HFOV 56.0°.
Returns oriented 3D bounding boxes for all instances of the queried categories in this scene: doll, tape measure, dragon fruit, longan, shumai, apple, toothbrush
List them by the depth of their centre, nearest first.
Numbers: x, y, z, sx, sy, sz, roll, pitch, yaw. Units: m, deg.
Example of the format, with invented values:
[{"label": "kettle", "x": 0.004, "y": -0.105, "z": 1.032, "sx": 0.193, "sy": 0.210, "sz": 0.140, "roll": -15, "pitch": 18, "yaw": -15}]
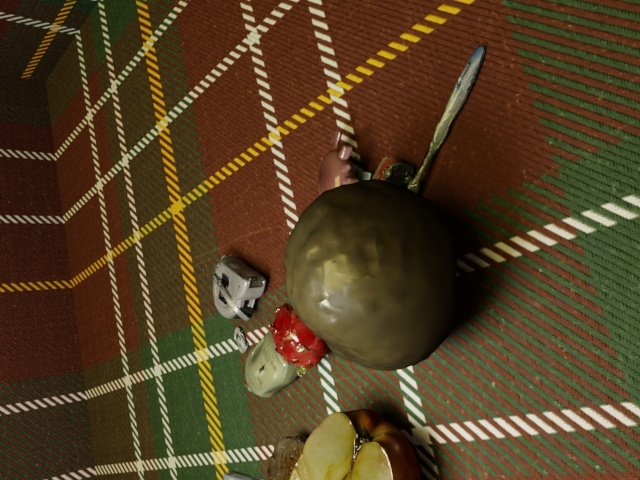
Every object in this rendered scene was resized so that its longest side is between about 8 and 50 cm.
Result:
[{"label": "longan", "x": 0.131, "y": 0.071, "z": 1.354, "sx": 0.404, "sy": 0.436, "sz": 0.404, "roll": -28, "pitch": 38, "yaw": 25}, {"label": "toothbrush", "x": 0.292, "y": -0.267, "z": 1.442, "sx": 0.035, "sy": 0.042, "sz": 0.413, "roll": 26, "pitch": 113, "yaw": 5}, {"label": "apple", "x": 0.087, "y": 0.617, "z": 1.497, "sx": 0.328, "sy": 0.295, "sz": 0.365, "roll": 19, "pitch": 99, "yaw": 5}, {"label": "doll", "x": 0.044, "y": -0.168, "z": 1.639, "sx": 0.211, "sy": 0.093, "sz": 0.262, "roll": 157, "pitch": 113, "yaw": -71}, {"label": "dragon fruit", "x": -0.058, "y": 0.273, "z": 1.728, "sx": 0.172, "sy": 0.172, "sz": 0.210, "roll": -32, "pitch": 82, "yaw": 43}, {"label": "shumai", "x": -0.056, "y": 0.703, "z": 1.758, "sx": 0.218, "sy": 0.184, "sz": 0.185, "roll": 37, "pitch": 152, "yaw": 46}, {"label": "tape measure", "x": -0.285, "y": 0.165, "z": 2.013, "sx": 0.236, "sy": 0.120, "sz": 0.197, "roll": 31, "pitch": 115, "yaw": 47}]

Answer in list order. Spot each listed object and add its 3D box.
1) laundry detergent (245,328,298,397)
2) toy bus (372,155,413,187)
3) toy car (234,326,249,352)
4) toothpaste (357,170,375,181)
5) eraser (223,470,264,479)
[{"label": "laundry detergent", "x": -0.164, "y": 0.400, "z": 1.901, "sx": 0.253, "sy": 0.091, "sz": 0.181, "roll": -51, "pitch": 54, "yaw": 35}, {"label": "toy bus", "x": 0.167, "y": -0.137, "z": 1.548, "sx": 0.174, "sy": 0.079, "sz": 0.077, "roll": -65, "pitch": 31, "yaw": 25}, {"label": "toy car", "x": -0.275, "y": 0.340, "z": 2.069, "sx": 0.041, "sy": 0.025, "sz": 0.093, "roll": -51, "pitch": 56, "yaw": 33}, {"label": "toothpaste", "x": 0.114, "y": -0.106, "z": 1.637, "sx": 0.046, "sy": 0.034, "sz": 0.164, "roll": 20, "pitch": 105, "yaw": 42}, {"label": "eraser", "x": -0.252, "y": 0.845, "z": 2.034, "sx": 0.212, "sy": 0.046, "sz": 0.092, "roll": -11, "pitch": 82, "yaw": 47}]
